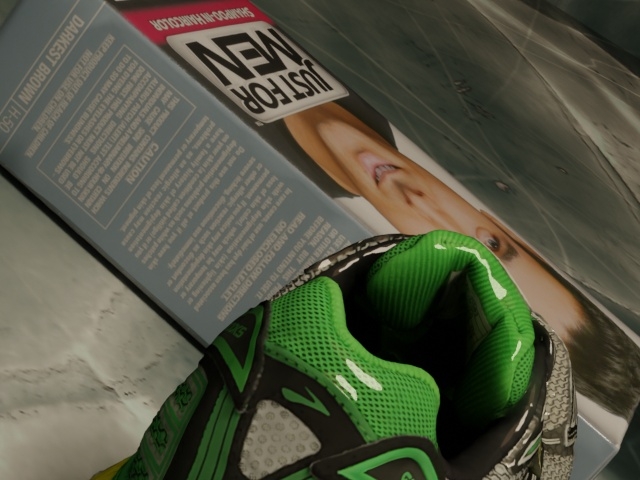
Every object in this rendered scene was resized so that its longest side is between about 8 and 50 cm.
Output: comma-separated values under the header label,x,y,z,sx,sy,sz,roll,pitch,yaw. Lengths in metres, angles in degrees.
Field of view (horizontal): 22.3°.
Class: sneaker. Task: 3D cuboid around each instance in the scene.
label,x,y,z,sx,sy,sz,roll,pitch,yaw
sneaker,0.044,0.069,0.609,0.134,0.146,0.343,43,18,11

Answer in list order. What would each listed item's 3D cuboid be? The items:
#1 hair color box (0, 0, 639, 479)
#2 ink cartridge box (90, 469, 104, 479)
label,x,y,z,sx,sy,sz,roll,pitch,yaw
hair color box,0.000,0.000,0.891,0.374,0.113,0.185,42,20,6
ink cartridge box,0.004,0.219,0.504,0.275,0.060,0.239,36,21,-7
